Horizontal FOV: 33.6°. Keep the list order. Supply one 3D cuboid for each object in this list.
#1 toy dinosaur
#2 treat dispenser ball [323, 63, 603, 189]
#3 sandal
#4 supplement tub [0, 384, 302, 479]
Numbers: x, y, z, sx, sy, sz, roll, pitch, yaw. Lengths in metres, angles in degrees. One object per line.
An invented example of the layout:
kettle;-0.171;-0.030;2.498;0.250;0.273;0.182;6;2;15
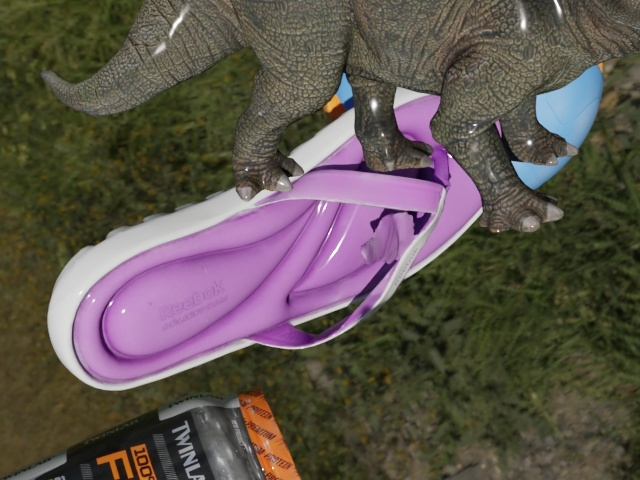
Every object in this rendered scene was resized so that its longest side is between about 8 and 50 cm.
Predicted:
toy dinosaur;0.028;-0.095;0.420;0.314;0.121;0.160;9;119;30
treat dispenser ball;0.140;-0.174;1.077;0.288;0.288;0.288;22;121;42
sandal;0.003;0.012;0.809;0.102;0.416;0.169;40;151;47
supplement tub;-0.192;0.306;1.211;0.207;0.338;0.207;156;90;-84
